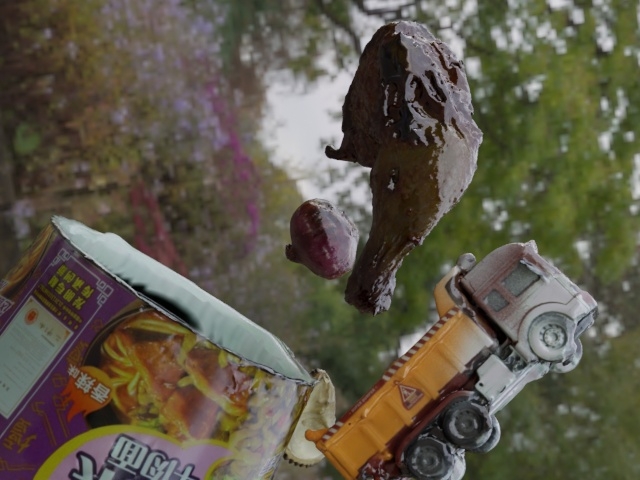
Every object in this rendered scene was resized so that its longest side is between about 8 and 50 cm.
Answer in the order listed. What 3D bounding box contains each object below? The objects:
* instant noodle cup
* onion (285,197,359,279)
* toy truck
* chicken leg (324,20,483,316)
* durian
[{"bbox_3d":[-0.172,0.156,1.029,0.266,0.340,0.340,-57,-168,3],"label":"instant noodle cup"},{"bbox_3d":[0.000,0.000,1.662,0.107,0.097,0.107,62,8,-14],"label":"onion"},{"bbox_3d":[0.124,0.123,1.188,0.135,0.270,0.114,46,1,18],"label":"toy truck"},{"bbox_3d":[0.077,-0.087,1.332,0.083,0.177,0.322,25,46,-43],"label":"chicken leg"},{"bbox_3d":[-0.020,0.186,1.332,0.052,0.066,0.130,-71,164,-57],"label":"durian"}]
